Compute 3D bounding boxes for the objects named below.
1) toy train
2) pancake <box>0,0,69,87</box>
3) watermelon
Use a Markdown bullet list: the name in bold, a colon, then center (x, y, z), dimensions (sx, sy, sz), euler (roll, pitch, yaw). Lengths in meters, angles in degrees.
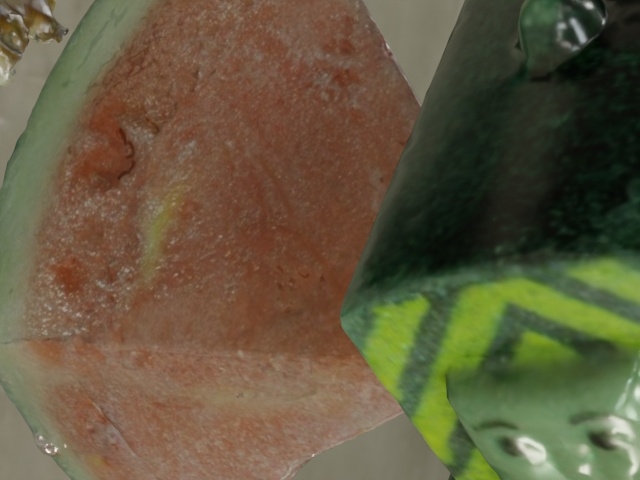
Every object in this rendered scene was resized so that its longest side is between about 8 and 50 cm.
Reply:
- **toy train**: center (0.103, -0.031, 0.496), dimensions (0.178, 0.138, 0.330), euler (54, 42, -32)
- **pancake**: center (-0.116, -0.165, 0.520), dimensions (0.244, 0.057, 0.266), euler (63, 24, -10)
- **watermelon**: center (-0.033, -0.024, 0.917), dimensions (0.283, 0.250, 0.292), euler (-45, -175, -24)
